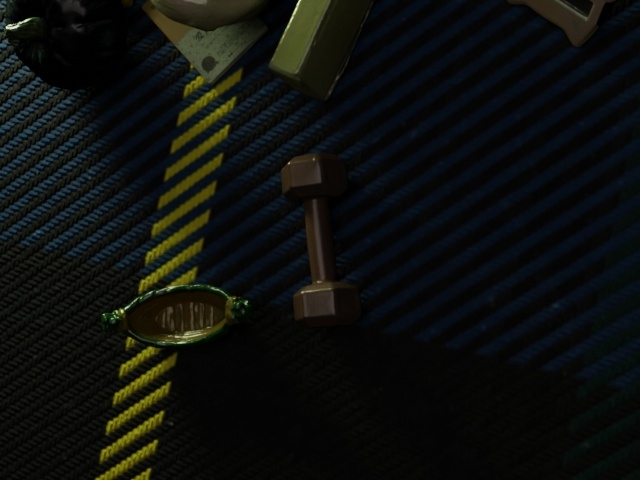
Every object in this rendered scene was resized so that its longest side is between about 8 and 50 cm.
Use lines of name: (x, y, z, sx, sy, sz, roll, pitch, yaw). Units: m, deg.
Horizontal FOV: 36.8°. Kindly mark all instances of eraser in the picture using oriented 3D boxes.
eraser: (0.005, -0.282, 1.282, 0.058, 0.117, 0.172, 26, 93, 23)

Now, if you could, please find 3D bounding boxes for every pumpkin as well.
pumpkin: (-0.365, -0.313, 1.384, 0.194, 0.150, 0.194, 1, 114, 3)

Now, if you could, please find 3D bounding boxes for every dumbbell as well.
dumbbell: (0.000, 0.000, 1.271, 0.082, 0.092, 0.230, -13, 80, 44)

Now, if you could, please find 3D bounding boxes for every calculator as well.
calculator: (0.299, -0.344, 1.149, 0.157, 0.236, 0.033, 40, 68, 17)

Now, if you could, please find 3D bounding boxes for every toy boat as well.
toy boat: (-0.186, 0.103, 1.316, 0.230, 0.088, 0.088, -7, 81, 18)

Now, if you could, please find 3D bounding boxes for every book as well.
book: (-0.170, -0.323, 1.397, 0.118, 0.012, 0.172, -44, 73, 8)

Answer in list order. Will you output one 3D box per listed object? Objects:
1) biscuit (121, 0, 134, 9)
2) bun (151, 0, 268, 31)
biscuit: (-0.339, -0.441, 1.450, 0.184, 0.039, 0.174, 13, 89, 18)
bun: (-0.152, -0.383, 1.330, 0.210, 0.116, 0.237, 21, 60, 8)
